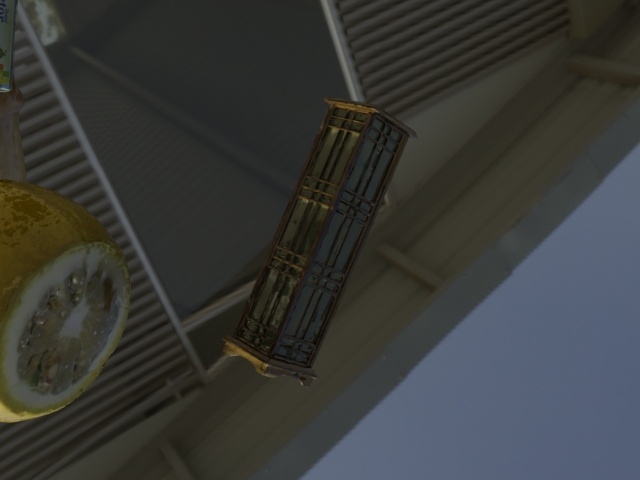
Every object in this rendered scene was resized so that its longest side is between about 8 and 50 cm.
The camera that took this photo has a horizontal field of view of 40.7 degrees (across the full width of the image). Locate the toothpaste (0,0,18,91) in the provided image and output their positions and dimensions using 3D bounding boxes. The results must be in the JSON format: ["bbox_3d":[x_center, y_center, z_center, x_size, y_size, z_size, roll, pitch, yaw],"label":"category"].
[{"bbox_3d":[-0.391,-0.265,1.055,0.034,0.164,0.046,4,-171,-17],"label":"toothpaste"}]

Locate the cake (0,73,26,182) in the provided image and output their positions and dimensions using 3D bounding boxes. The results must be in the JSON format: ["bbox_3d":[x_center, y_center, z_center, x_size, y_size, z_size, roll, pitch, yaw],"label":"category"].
[{"bbox_3d":[-0.583,-0.211,1.193,0.332,0.321,0.332,2,-155,-1],"label":"cake"}]

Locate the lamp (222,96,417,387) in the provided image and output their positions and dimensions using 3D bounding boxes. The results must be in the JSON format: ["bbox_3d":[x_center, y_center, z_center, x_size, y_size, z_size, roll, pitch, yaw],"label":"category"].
[{"bbox_3d":[0.000,0.000,1.001,0.090,0.089,0.325,22,-92,45],"label":"lamp"}]

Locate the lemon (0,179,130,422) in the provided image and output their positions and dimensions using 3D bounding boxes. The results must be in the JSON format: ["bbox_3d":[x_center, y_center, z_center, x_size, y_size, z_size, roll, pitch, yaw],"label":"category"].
[{"bbox_3d":[-0.331,0.051,0.874,0.219,0.240,0.240,22,-134,21],"label":"lemon"}]
